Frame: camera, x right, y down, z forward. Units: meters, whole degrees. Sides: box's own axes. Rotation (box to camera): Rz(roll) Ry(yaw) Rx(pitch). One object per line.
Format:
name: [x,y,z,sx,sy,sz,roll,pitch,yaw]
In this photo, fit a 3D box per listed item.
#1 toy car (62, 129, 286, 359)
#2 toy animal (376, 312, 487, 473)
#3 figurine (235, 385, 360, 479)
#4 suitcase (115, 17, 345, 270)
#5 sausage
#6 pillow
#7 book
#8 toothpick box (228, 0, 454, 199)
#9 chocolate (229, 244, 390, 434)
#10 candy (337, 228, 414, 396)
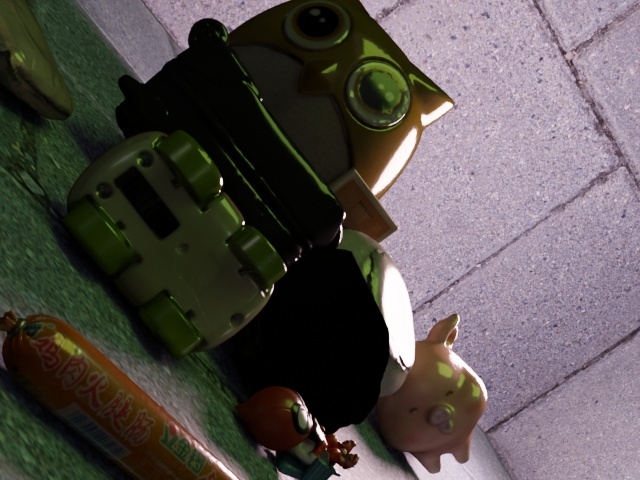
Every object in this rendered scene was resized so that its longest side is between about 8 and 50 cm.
toy car: [-0.161,-0.002,1.090,0.235,0.145,0.235,48,-12,13]
toy animal: [0.201,0.297,1.970,0.269,0.237,0.326,63,-1,-8]
figurine: [-0.030,0.210,1.144,0.140,0.075,0.068,42,11,-18]
suitcase: [-0.111,-0.088,1.412,0.339,0.188,0.345,51,-8,1]
sausage: [-0.115,0.161,0.780,0.348,0.053,0.053,51,6,-35]
pillow: [-0.357,-0.248,1.164,0.270,0.067,0.173,57,0,22]
book: [0.000,0.000,1.803,0.170,0.242,0.018,50,4,-41]
toothpick box: [-0.023,-0.228,1.902,0.409,0.425,0.409,49,0,0]
chocolate: [-0.051,0.133,1.296,0.177,0.206,0.224,-4,-57,42]
candy: [0.050,0.121,1.747,0.295,0.185,0.295,-11,90,-76]
